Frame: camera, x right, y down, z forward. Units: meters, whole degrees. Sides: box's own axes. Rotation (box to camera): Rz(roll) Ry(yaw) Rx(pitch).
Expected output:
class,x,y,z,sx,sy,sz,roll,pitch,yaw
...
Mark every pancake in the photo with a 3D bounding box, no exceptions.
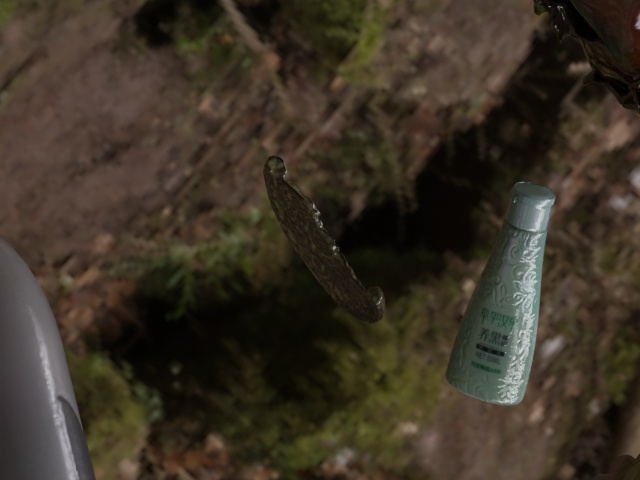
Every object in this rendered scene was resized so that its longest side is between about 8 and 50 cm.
class,x,y,z,sx,sy,sz,roll,pitch,yaw
pancake,0.000,0.000,1.648,0.020,0.190,0.184,-34,-159,-13

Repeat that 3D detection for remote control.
class,x,y,z,sx,sy,sz,roll,pitch,yaw
remote control,-0.235,0.141,1.121,0.103,0.332,0.221,-13,-178,-43

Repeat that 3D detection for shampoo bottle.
class,x,y,z,sx,sy,sz,roll,pitch,yaw
shampoo bottle,0.156,0.044,1.378,0.041,0.069,0.190,-37,144,-59

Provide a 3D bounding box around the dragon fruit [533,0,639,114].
class,x,y,z,sx,sy,sz,roll,pitch,yaw
dragon fruit,0.199,-0.133,0.836,0.189,0.182,0.182,-5,158,0

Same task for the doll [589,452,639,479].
class,x,y,z,sx,sy,sz,roll,pitch,yaw
doll,0.172,0.139,0.819,0.188,0.096,0.145,-53,174,9
